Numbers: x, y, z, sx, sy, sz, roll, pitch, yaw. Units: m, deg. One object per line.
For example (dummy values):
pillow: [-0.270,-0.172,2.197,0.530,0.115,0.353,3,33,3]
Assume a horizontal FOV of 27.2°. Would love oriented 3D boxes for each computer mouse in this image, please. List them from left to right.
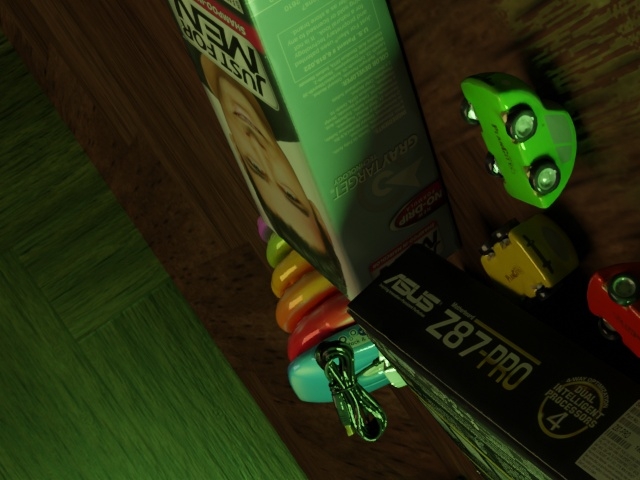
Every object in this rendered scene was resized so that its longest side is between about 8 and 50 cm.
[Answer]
computer mouse: [0.082,0.090,1.168,0.042,0.193,0.106,7,125,50]

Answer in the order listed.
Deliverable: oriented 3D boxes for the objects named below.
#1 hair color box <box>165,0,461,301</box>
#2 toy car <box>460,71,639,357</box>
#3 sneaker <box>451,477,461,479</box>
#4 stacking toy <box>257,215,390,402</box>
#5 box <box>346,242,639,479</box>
hair color box: [-0.016,-0.130,1.114,0.185,0.113,0.374,41,162,44]
toy car: [0.162,-0.023,0.889,0.239,0.053,0.225,30,151,59]
sneaker: [0.174,0.395,1.779,0.118,0.083,0.222,53,165,8]
stacking toy: [0.000,0.000,1.362,0.166,0.175,0.302,78,168,-70]
box: [0.217,0.192,1.017,0.318,0.097,0.395,53,170,-32]
